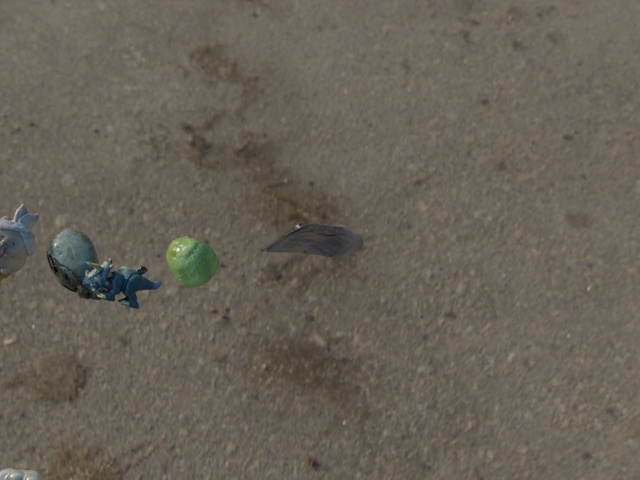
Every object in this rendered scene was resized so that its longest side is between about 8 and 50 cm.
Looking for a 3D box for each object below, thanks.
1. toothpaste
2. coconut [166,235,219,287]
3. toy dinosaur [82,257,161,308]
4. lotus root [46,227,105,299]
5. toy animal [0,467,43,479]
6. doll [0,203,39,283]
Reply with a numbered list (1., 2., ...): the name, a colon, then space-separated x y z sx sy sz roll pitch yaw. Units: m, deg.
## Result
1. toothpaste: 0.001 -0.002 1.748 0.068 0.099 0.282 38 19 26
2. coconut: -0.214 0.039 1.474 0.087 0.096 0.088 -14 42 13
3. toy dinosaur: -0.214 0.045 0.943 0.083 0.030 0.047 20 84 -20
4. lotus root: -0.446 0.042 1.592 0.088 0.088 0.165 -21 60 -25
5. toy animal: -0.462 0.451 1.385 0.208 0.204 0.156 -23 47 22
6. doll: -0.448 0.008 1.237 0.073 0.084 0.127 32 95 -4
